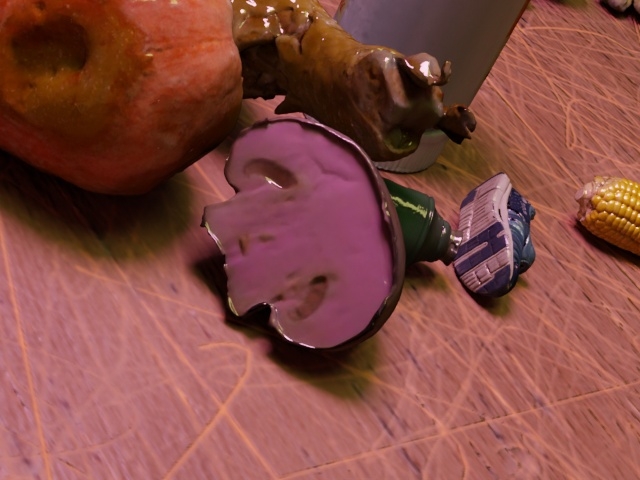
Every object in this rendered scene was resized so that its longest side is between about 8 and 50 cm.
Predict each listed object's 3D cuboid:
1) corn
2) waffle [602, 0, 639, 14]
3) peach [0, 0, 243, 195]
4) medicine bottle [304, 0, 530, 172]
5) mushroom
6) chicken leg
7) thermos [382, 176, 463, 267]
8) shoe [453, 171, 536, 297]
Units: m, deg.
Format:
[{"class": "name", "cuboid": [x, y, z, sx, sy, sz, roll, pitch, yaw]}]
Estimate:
[{"class": "corn", "cuboid": [0.346, -0.010, 1.426, 0.206, 0.067, 0.067, 21, 35, -13]}, {"class": "waffle", "cuboid": [0.444, -0.395, 2.014, 0.309, 0.056, 0.292, 0, 44, -34]}, {"class": "peach", "cuboid": [-0.178, -0.134, 1.108, 0.236, 0.214, 0.214, -13, 42, -1]}, {"class": "medicine bottle", "cuboid": [0.110, -0.231, 1.321, 0.158, 0.318, 0.158, 18, 36, -14]}, {"class": "mushroom", "cuboid": [0.000, 0.000, 1.117, 0.117, 0.141, 0.188, 19, 51, -64]}, {"class": "chicken leg", "cuboid": [-0.049, -0.181, 1.226, 0.153, 0.201, 0.429, -34, 50, -30]}, {"class": "thermos", "cuboid": [0.032, -0.025, 1.215, 0.188, 0.073, 0.083, 22, 31, -10]}, {"class": "shoe", "cuboid": [0.164, 0.003, 1.291, 0.071, 0.064, 0.143, 37, 35, -21]}]
